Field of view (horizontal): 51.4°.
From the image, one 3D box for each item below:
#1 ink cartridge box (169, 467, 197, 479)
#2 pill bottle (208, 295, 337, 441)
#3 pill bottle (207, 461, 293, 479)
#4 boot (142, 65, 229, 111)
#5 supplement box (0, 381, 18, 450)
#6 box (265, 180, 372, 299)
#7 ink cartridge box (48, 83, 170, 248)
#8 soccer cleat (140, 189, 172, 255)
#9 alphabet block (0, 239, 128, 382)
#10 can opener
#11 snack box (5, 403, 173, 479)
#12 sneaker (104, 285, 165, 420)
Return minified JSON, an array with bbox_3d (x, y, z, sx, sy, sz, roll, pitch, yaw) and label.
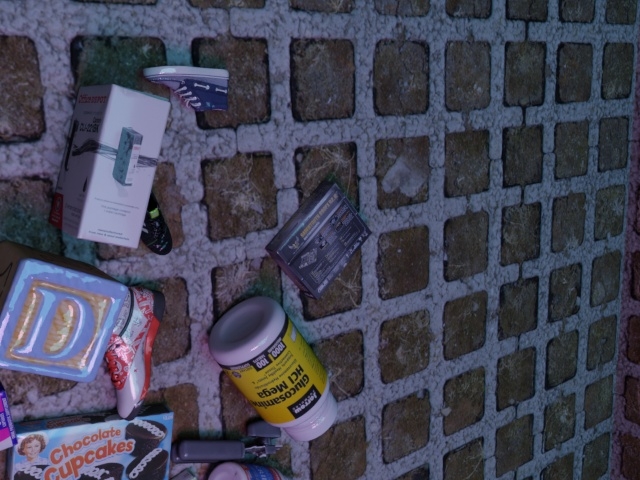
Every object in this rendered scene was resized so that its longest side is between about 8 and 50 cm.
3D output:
[{"bbox_3d":[-0.359,0.650,1.486,0.235,0.056,0.171,-28,114,-27],"label":"ink cartridge box"},{"bbox_3d":[-0.095,0.304,1.527,0.188,0.187,0.334,-45,121,-21],"label":"pill bottle"},{"bbox_3d":[-0.155,0.594,1.572,0.221,0.124,0.124,30,81,-51],"label":"pill bottle"},{"bbox_3d":[-0.267,-0.307,1.353,0.189,0.069,0.086,-7,101,-37],"label":"boot"},{"bbox_3d":[-0.664,0.330,1.163,0.219,0.113,0.111,-16,109,-31],"label":"supplement box"},{"bbox_3d":[0.000,0.000,1.621,0.231,0.056,0.183,-51,123,-18],"label":"box"},{"bbox_3d":[-0.389,-0.140,1.217,0.114,0.197,0.273,14,91,-37],"label":"ink cartridge box"},{"bbox_3d":[-0.344,-0.045,1.347,0.060,0.072,0.179,-32,117,-27],"label":"soccer cleat"},{"bbox_3d":[-0.493,0.125,1.194,0.193,0.197,0.193,24,85,-37],"label":"alphabet block"},{"bbox_3d":[-0.214,0.471,1.562,0.283,0.076,0.095,14,59,-37],"label":"can opener"},{"bbox_3d":[-0.467,0.451,1.363,0.321,0.060,0.187,1,98,-36],"label":"snack box"},{"bbox_3d":[-0.414,0.222,1.337,0.144,0.090,0.270,15,84,-37],"label":"sneaker"}]
